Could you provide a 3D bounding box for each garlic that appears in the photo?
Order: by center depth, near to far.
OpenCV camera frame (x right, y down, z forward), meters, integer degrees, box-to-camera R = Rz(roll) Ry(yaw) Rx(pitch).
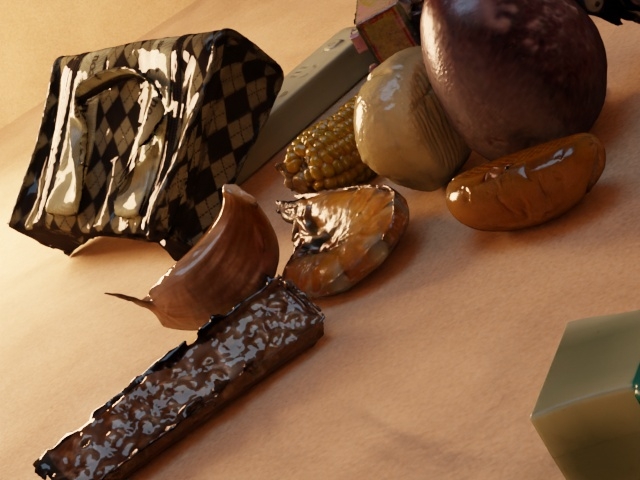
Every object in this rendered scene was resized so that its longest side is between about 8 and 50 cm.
[{"bbox_3d":[-0.134,0.038,1.766,0.198,0.128,0.090,-39,28,-4],"label":"garlic"}]

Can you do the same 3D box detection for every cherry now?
[{"bbox_3d":[0.211,-0.185,1.671,0.183,0.266,0.213,-41,27,25],"label":"cherry"}]

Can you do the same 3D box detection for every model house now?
[{"bbox_3d":[0.241,0.109,1.080,0.149,0.100,0.127,-21,23,35],"label":"model house"}]

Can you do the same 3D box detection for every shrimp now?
[{"bbox_3d":[0.000,0.000,1.767,0.164,0.062,0.317,-45,21,-13],"label":"shrimp"}]

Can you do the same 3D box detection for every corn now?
[{"bbox_3d":[0.080,-0.157,1.955,0.313,0.102,0.102,-42,22,-25],"label":"corn"}]

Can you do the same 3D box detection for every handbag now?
[{"bbox_3d":[-0.265,-0.124,2.200,0.416,0.180,0.317,-2,65,49],"label":"handbag"}]

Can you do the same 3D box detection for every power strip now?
[{"bbox_3d":[-0.037,-0.208,2.307,0.385,0.062,0.091,-43,25,-28],"label":"power strip"}]

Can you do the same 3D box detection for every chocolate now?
[{"bbox_3d":[-0.139,0.161,1.585,0.329,0.065,0.102,-37,39,-11],"label":"chocolate"}]

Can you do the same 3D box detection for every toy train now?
[{"bbox_3d":[0.138,-0.330,2.228,0.177,0.134,0.261,-27,20,14],"label":"toy train"}]

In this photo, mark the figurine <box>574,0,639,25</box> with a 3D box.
[{"bbox_3d":[0.376,-0.309,1.711,0.222,0.145,0.145,-3,14,-16],"label":"figurine"}]

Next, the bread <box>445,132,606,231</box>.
[{"bbox_3d":[0.208,-0.053,1.556,0.189,0.077,0.114,-13,7,44],"label":"bread"}]

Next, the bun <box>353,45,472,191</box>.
[{"bbox_3d":[0.107,-0.138,1.770,0.111,0.164,0.188,-12,28,40],"label":"bun"}]
